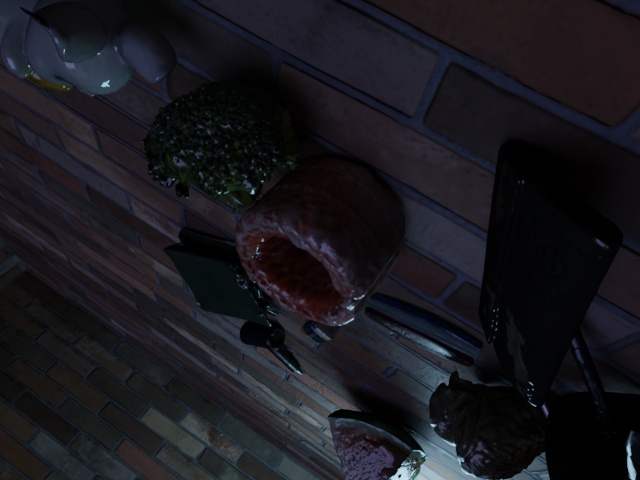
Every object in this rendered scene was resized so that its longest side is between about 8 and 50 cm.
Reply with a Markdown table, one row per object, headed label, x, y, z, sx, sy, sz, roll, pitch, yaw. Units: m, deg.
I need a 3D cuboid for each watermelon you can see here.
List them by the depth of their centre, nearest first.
| label | x | y | z | sx | sy | sz | roll | pitch | yaw |
| --- | --- | --- | --- | --- | --- | --- | --- | --- | --- |
| watermelon | 0.195 | 0.606 | 1.203 | 0.222 | 0.319 | 0.292 | -24 | 159 | 23 |

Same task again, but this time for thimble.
| label | x | y | z | sx | sy | sz | roll | pitch | yaw |
| --- | --- | --- | --- | --- | --- | --- | --- | --- | --- |
| thimble | 0.000 | 0.000 | 0.661 | 0.239 | 0.162 | 0.239 | 25 | 142 | 21 |

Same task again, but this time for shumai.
| label | x | y | z | sx | sy | sz | roll | pitch | yaw |
| --- | --- | --- | --- | --- | --- | --- | --- | --- | --- |
| shumai | 0.313 | 0.309 | 0.791 | 0.185 | 0.218 | 0.184 | -121 | 13 | -49 |

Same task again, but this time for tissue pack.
| label | x | y | z | sx | sy | sz | roll | pitch | yaw |
| --- | --- | --- | --- | --- | --- | --- | --- | --- | --- |
| tissue pack | -0.003 | 0.211 | 1.023 | 0.062 | 0.042 | 0.083 | 40 | 147 | -9 |

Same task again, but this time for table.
| label | x | y | z | sx | sy | sz | roll | pitch | yaw |
| --- | --- | --- | --- | --- | --- | --- | --- | --- | --- |
| table | 0.378 | 0.186 | 0.499 | 0.317 | 0.317 | 0.249 | -1 | 118 | 43 |

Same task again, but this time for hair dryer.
| label | x | y | z | sx | sy | sz | roll | pitch | yaw |
| --- | --- | --- | --- | --- | --- | --- | --- | --- | --- |
| hair dryer | -0.111 | 0.323 | 1.257 | 0.128 | 0.070 | 0.255 | -4 | 136 | 44 |

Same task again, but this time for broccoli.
| label | x | y | z | sx | sy | sz | roll | pitch | yaw |
| --- | --- | --- | --- | --- | --- | --- | --- | --- | --- |
| broccoli | -0.139 | -0.127 | 0.600 | 0.226 | 0.198 | 0.176 | -31 | 95 | 48 |

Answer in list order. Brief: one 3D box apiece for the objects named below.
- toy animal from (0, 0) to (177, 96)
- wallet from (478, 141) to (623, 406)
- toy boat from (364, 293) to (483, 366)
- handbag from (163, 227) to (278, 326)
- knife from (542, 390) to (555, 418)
| label | x | y | z | sx | sy | sz | roll | pitch | yaw |
| --- | --- | --- | --- | --- | --- | --- | --- | --- | --- |
| toy animal | -0.355 | -0.287 | 0.601 | 0.325 | 0.208 | 0.154 | 20 | 104 | 40 |
| wallet | 0.241 | 0.057 | 0.521 | 0.044 | 0.170 | 0.321 | -15 | 134 | -4 |
| toy boat | 0.178 | 0.161 | 0.797 | 0.228 | 0.046 | 0.080 | 25 | 148 | 14 |
| handbag | -0.241 | 0.100 | 1.078 | 0.260 | 0.079 | 0.248 | 13 | 140 | 30 |
| knife | 0.375 | 0.276 | 0.693 | 0.022 | 0.046 | 0.256 | -25 | 92 | 43 |
